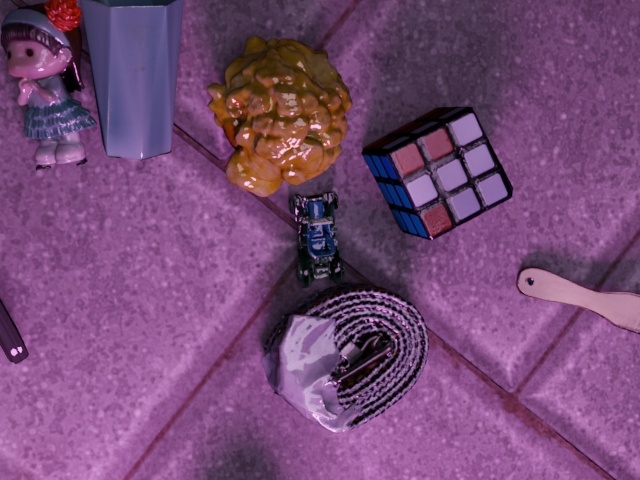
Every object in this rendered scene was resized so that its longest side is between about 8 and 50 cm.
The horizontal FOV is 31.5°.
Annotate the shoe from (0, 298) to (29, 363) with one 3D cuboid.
[{"bbox_3d":[-0.525,0.090,1.681,0.093,0.108,0.241,-30,105,-12],"label":"shoe"}]

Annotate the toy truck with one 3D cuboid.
[{"bbox_3d":[0.000,-0.001,1.807,0.080,0.078,0.154,-7,99,-11],"label":"toy truck"}]

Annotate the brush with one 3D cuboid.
[{"bbox_3d":[0.490,0.107,1.949,0.328,0.065,0.070,17,98,-5],"label":"brush"}]

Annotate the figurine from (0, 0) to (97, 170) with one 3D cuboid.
[{"bbox_3d":[-0.391,-0.231,1.668,0.138,0.110,0.245,-3,104,22],"label":"figurine"}]

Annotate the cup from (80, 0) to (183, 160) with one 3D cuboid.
[{"bbox_3d":[-0.270,-0.246,1.670,0.148,0.134,0.235,-5,116,-12],"label":"cup"}]

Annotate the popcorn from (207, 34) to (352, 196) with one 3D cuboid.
[{"bbox_3d":[-0.069,-0.191,1.710,0.235,0.181,0.217,53,123,15],"label":"popcorn"}]

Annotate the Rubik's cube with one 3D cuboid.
[{"bbox_3d":[0.183,-0.109,1.794,0.163,0.160,0.162,-27,101,-9],"label":"Rubik's cube"}]

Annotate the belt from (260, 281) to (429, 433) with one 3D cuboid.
[{"bbox_3d":[0.038,0.177,1.798,0.258,0.150,0.207,-30,97,-9],"label":"belt"}]
